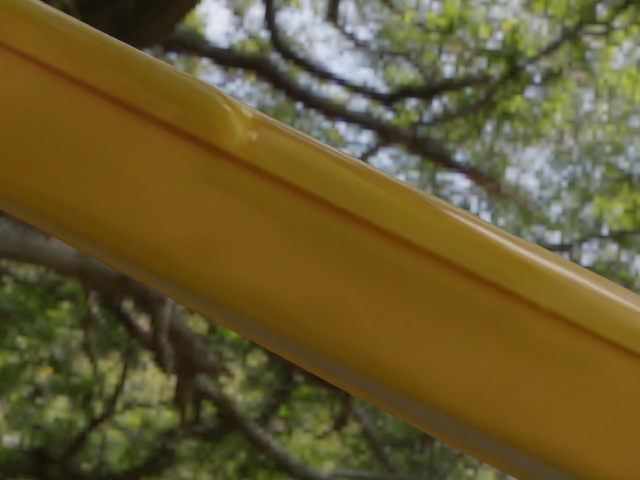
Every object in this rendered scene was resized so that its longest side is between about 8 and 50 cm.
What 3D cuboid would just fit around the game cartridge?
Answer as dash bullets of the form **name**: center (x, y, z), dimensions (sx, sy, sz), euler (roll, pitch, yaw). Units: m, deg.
- **game cartridge**: center (0.000, 0.000, 0.473), dimensions (0.324, 0.052, 0.285), euler (29, 0, -2)
